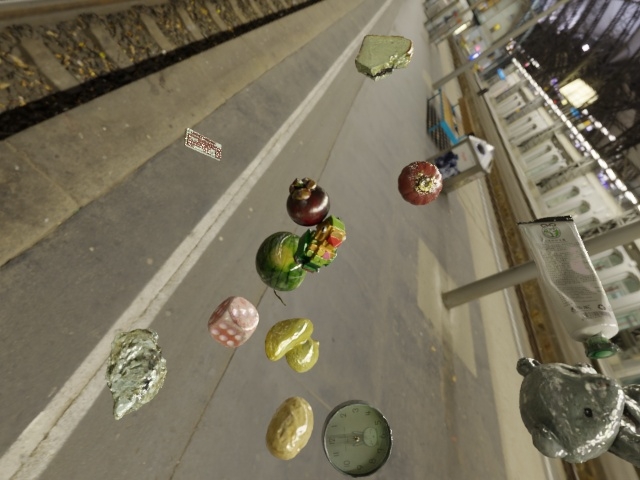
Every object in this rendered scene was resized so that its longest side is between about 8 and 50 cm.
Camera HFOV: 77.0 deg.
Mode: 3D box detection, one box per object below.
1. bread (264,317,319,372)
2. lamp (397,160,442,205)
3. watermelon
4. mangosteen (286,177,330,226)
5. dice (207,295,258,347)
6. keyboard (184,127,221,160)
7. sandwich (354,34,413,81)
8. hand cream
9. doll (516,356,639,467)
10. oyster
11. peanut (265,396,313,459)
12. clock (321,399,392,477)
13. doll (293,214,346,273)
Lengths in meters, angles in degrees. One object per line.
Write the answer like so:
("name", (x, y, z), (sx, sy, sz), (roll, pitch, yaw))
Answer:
("bread", (-0.064, 0.283, 1.082), (0.188, 0.065, 0.149), (-3, 73, -51))
("lamp", (0.223, -0.129, 0.905), (0.101, 0.101, 0.090), (55, 1, -11))
("watermelon", (-0.149, 0.077, 1.362), (0.127, 0.232, 0.204), (-1, 42, -49))
("mangosteen", (-0.038, -0.109, 1.076), (0.140, 0.140, 0.140), (38, 37, -36))
("dice", (-0.216, 0.201, 0.999), (0.093, 0.094, 0.091), (42, 31, -18))
("keyboard", (-0.350, -0.289, 1.212), (0.166, 0.017, 0.055), (12, 78, -69))
("sandwich", (0.122, -0.349, 0.767), (0.035, 0.105, 0.093), (63, 38, -63))
("hand cream", (0.510, 0.074, 0.824), (0.076, 0.121, 0.335), (81, 8, -50))
("doll", (0.539, 0.305, 0.748), (0.245, 0.341, 0.158), (-83, 176, -60))
("oyster", (-0.361, 0.256, 0.794), (0.125, 0.064, 0.177), (10, 49, -42))
("peanut", (-0.075, 0.473, 1.011), (0.159, 0.109, 0.140), (-64, 159, -60))
("clock", (0.110, 0.595, 1.209), (0.042, 0.215, 0.214), (112, -45, -78))
("doll", (-0.001, 0.007, 1.119), (0.106, 0.186, 0.134), (26, 47, -23))
